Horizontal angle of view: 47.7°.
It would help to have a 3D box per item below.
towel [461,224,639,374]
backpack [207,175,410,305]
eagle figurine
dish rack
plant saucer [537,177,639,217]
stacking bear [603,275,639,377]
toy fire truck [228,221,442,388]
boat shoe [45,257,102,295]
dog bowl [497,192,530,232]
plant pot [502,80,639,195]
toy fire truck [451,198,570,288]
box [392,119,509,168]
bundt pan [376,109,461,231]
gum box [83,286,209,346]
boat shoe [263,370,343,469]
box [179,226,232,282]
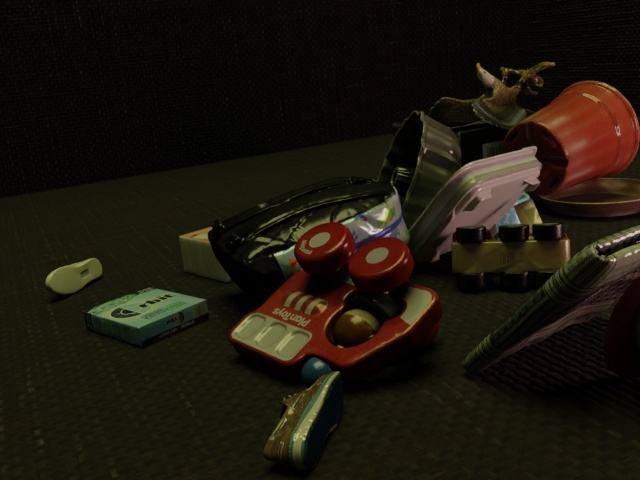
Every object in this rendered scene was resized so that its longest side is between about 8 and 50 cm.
[{"bbox_3d":[0.386,0.072,1.020,0.324,0.312,0.056,-17,63,-35],"label":"towel"},{"bbox_3d":[0.000,0.000,1.426,0.355,0.273,0.290,-37,23,-14],"label":"backpack"},{"bbox_3d":[0.477,-0.388,2.027,0.298,0.225,0.226,-46,-12,-21],"label":"eagle figurine"},{"bbox_3d":[0.331,-0.063,1.549,0.332,0.286,0.072,-16,60,-44],"label":"dish rack"},{"bbox_3d":[0.722,-0.111,1.884,0.310,0.050,0.311,-6,16,2],"label":"plant saucer"},{"bbox_3d":[0.467,0.149,0.835,0.175,0.164,0.289,-6,20,2],"label":"stacking bear"},{"bbox_3d":[0.026,0.123,1.130,0.302,0.169,0.254,16,52,46],"label":"toy fire truck"},{"bbox_3d":[-0.577,0.083,1.660,0.063,0.066,0.184,-16,13,20],"label":"boat shoe"},{"bbox_3d":[0.451,-0.092,1.872,0.165,0.074,0.297,-6,16,1],"label":"dog bowl"},{"bbox_3d":[0.638,-0.253,1.902,0.265,0.273,0.272,-25,23,-31],"label":"plant pot"},{"bbox_3d":[0.378,0.001,1.453,0.216,0.159,0.246,-3,4,14],"label":"toy fire truck"},{"bbox_3d":[0.451,-0.274,2.286,0.293,0.212,0.395,-12,17,-21],"label":"box"},{"bbox_3d":[0.226,-0.128,1.689,0.124,0.331,0.331,17,12,-11],"label":"bundt pan"},{"bbox_3d":[-0.332,0.141,1.380,0.184,0.041,0.157,7,20,42],"label":"gum box"},{"bbox_3d":[-0.020,0.219,0.919,0.066,0.066,0.183,-2,15,19],"label":"boat shoe"},{"bbox_3d":[-0.222,0.025,1.670,0.130,0.091,0.170,-19,20,-41],"label":"box"}]
